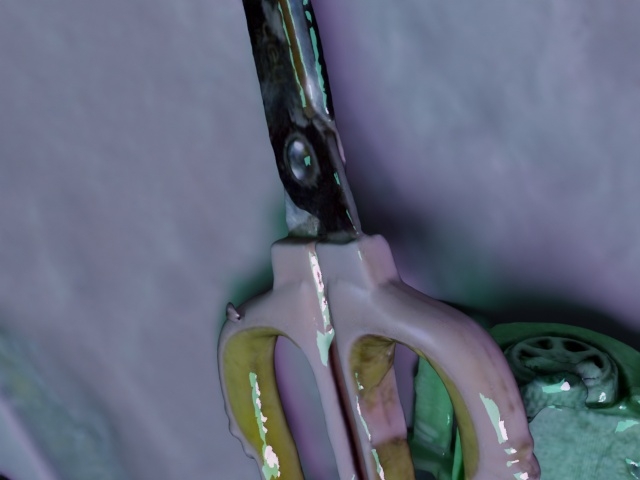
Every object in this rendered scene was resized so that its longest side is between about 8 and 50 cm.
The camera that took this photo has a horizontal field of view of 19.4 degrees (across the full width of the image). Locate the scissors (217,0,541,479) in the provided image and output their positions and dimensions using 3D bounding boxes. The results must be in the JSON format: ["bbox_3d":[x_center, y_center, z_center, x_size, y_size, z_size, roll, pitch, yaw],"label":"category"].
[{"bbox_3d":[0.000,0.000,0.593,0.160,0.024,0.317,0,106,55],"label":"scissors"}]

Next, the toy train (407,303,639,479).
[{"bbox_3d":[0.096,0.070,0.606,0.149,0.081,0.099,6,116,6],"label":"toy train"}]
